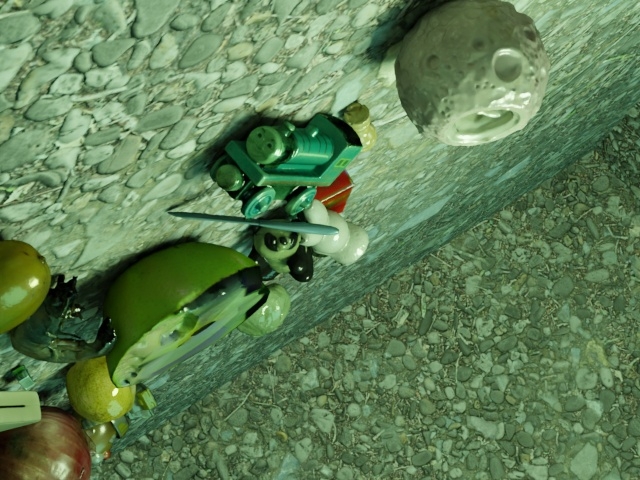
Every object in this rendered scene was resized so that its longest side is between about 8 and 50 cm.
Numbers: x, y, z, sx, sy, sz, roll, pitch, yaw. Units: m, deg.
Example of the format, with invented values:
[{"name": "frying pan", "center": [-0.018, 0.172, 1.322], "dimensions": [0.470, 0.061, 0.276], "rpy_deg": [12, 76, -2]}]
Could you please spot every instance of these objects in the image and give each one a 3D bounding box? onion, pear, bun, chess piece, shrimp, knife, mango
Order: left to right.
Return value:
[{"name": "mango", "center": [-0.492, 0.091, 1.309], "dimensions": [0.156, 0.114, 0.251], "rpy_deg": [-31, 169, -49]}, {"name": "onion", "center": [-0.693, 0.574, 2.134], "dimensions": [0.354, 0.353, 0.353], "rpy_deg": [-32, 168, -8]}, {"name": "shrimp", "center": [-0.455, 0.168, 1.617], "dimensions": [0.178, 0.075, 0.289], "rpy_deg": [24, 133, -26]}, {"name": "pear", "center": [-0.522, 0.354, 2.123], "dimensions": [0.178, 0.178, 0.178], "rpy_deg": [-32, 168, -8]}, {"name": "pear", "center": [-0.300, 0.124, 1.810], "dimensions": [0.399, 0.165, 0.399], "rpy_deg": [-32, 167, -8]}, {"name": "knife", "center": [-0.120, -0.035, 1.606], "dimensions": [0.313, 0.019, 0.044], "rpy_deg": [6, -163, -10]}, {"name": "bun", "center": [-0.169, 0.216, 2.624], "dimensions": [0.195, 0.118, 0.195], "rpy_deg": [-30, 164, -9]}, {"name": "chess piece", "center": [0.073, -0.219, 1.709], "dimensions": [0.066, 0.066, 0.122], "rpy_deg": [-34, 163, -2]}]

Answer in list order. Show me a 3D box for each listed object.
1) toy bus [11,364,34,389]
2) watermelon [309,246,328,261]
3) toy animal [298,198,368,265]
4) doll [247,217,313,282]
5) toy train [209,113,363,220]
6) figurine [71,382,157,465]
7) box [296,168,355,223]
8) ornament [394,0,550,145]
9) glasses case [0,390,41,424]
[{"name": "toy bus", "center": [-0.636, 0.293, 1.894], "dimensions": [0.031, 0.037, 0.083], "rpy_deg": [-30, 167, -18]}, {"name": "watermelon", "center": [0.000, 0.000, 2.232], "dimensions": [0.105, 0.105, 0.133], "rpy_deg": [-19, 140, -50]}, {"name": "toy animal", "center": [-0.002, -0.027, 1.975], "dimensions": [0.221, 0.131, 0.103], "rpy_deg": [30, 90, -49]}, {"name": "doll", "center": [-0.094, 0.022, 2.039], "dimensions": [0.144, 0.135, 0.234], "rpy_deg": [0, 169, 9]}, {"name": "toy train", "center": [-0.061, -0.139, 1.558], "dimensions": [0.194, 0.120, 0.298], "rpy_deg": [-47, 164, 21]}, {"name": "figurine", "center": [-0.613, 0.516, 2.488], "dimensions": [0.285, 0.167, 0.342], "rpy_deg": [-36, 149, -28]}, {"name": "box", "center": [0.009, -0.093, 2.048], "dimensions": [0.112, 0.048, 0.175], "rpy_deg": [-28, 167, -17]}, {"name": "ornament", "center": [0.254, -0.290, 1.489], "dimensions": [0.260, 0.225, 0.259], "rpy_deg": [-9, 162, -3]}, {"name": "glasses case", "center": [-0.701, 0.357, 1.817], "dimensions": [0.131, 0.070, 0.313], "rpy_deg": [-15, 169, 6]}]
